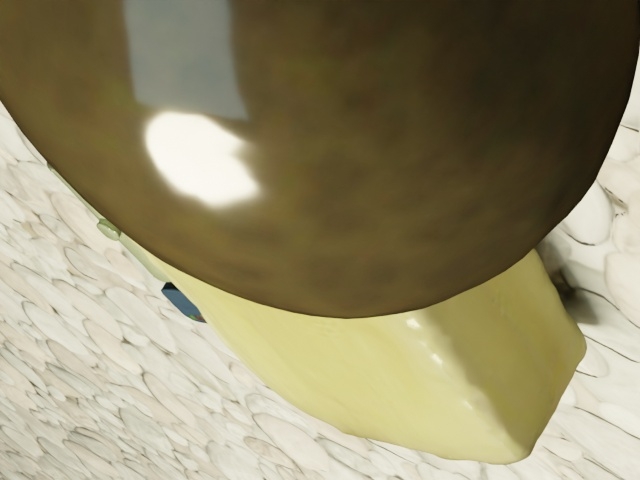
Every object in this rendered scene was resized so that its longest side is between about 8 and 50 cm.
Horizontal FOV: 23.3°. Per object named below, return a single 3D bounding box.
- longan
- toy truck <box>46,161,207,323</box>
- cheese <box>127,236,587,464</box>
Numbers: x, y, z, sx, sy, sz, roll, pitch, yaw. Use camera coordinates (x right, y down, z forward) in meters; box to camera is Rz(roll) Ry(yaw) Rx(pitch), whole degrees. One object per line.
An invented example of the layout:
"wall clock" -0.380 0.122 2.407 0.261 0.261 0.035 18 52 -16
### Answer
"longan" -0.014 -0.108 0.601 0.300 0.243 0.300 55 171 14
"toy truck" -0.109 -0.023 1.091 0.074 0.088 0.201 0 138 53
"cheese" 0.000 0.000 0.938 0.242 0.124 0.265 4 141 47
